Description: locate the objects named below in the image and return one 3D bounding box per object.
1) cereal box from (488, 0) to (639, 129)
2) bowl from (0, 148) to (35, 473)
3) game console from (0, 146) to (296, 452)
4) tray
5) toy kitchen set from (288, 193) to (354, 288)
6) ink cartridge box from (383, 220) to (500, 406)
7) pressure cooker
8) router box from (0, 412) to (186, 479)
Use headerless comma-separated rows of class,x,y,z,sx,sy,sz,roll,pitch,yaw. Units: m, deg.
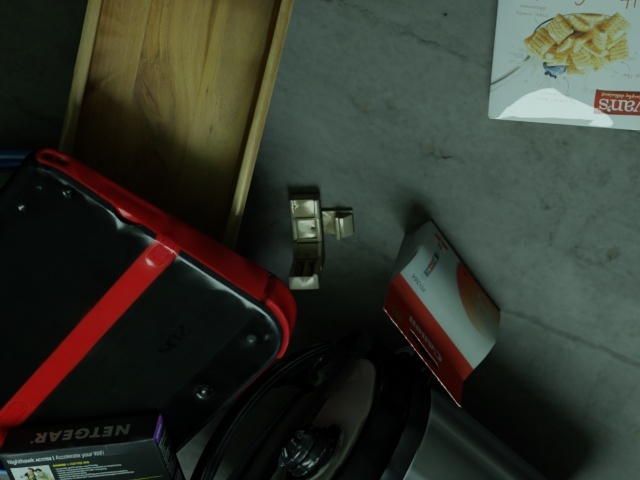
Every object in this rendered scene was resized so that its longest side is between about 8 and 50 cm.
cereal box,0.267,-0.236,1.512,0.173,0.047,0.240,5,114,7
bowl,-0.345,0.079,1.688,0.391,0.077,0.391,-1,110,-4
game console,-0.252,0.106,1.568,0.342,0.060,0.386,34,122,-18
tray,-0.171,-0.103,1.560,0.203,0.076,0.410,12,107,-8
toy kitchen set,0.000,0.000,1.640,0.068,0.075,0.083,-2,118,8
ink cartridge box,0.134,0.075,1.596,0.045,0.179,0.145,-32,106,21
pressure cooker,0.054,0.324,1.616,0.420,0.370,0.375,39,110,-13
router box,-0.245,0.260,1.617,0.179,0.046,0.133,-7,125,10
